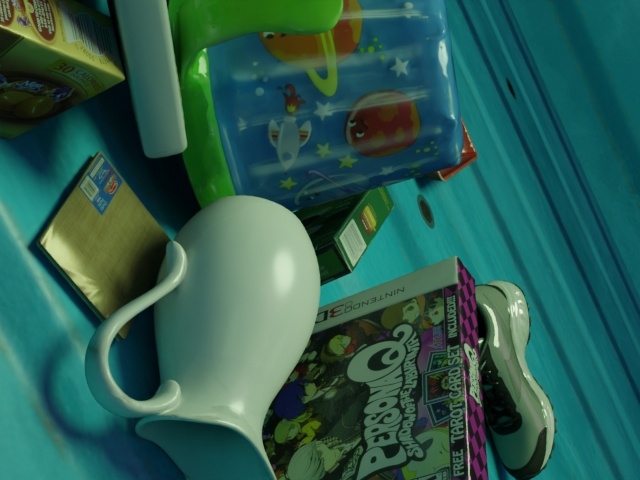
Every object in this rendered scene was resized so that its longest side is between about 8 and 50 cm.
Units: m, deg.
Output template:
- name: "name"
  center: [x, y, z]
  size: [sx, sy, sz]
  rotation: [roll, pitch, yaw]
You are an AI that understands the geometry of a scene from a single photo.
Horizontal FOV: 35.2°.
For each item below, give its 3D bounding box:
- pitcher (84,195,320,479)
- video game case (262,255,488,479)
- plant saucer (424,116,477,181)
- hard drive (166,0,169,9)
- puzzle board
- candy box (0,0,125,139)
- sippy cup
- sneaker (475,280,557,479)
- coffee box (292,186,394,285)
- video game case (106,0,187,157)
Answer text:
- name: "pitcher"
  center: [-0.084, 0.058, 0.741]
  size: [0.178, 0.125, 0.207]
  rotation: [44, 44, -40]
- name: "video game case"
  center: [0.026, 0.136, 0.786]
  size: [0.042, 0.210, 0.232]
  rotation: [50, 30, -34]
- name: "plant saucer"
  center: [0.151, -0.221, 1.566]
  size: [0.259, 0.048, 0.258]
  rotation: [67, 23, -4]
- name: "hard drive"
  center: [-0.122, -0.211, 1.007]
  size: [0.094, 0.022, 0.135]
  rotation: [50, 29, -34]
- name: "puzzle board"
  center: [-0.160, 0.002, 0.757]
  size: [0.096, 0.011, 0.128]
  rotation: [55, 26, -25]
- name: "candy box"
  center: [-0.221, -0.121, 0.611]
  size: [0.187, 0.109, 0.053]
  rotation: [12, 59, -63]
- name: "sippy cup"
  center: [0.007, -0.134, 0.884]
  size: [0.305, 0.224, 0.240]
  rotation: [-75, 157, -69]
- name: "sneaker"
  center: [0.235, 0.188, 1.354]
  size: [0.108, 0.100, 0.271]
  rotation: [1, 70, -38]
- name: "coffee box"
  center: [0.000, 0.000, 0.972]
  size: [0.040, 0.113, 0.184]
  rotation: [61, 23, -12]
- name: "video game case"
  center: [-0.151, -0.274, 0.701]
  size: [0.329, 0.036, 0.300]
  rotation: [90, -15, -48]
